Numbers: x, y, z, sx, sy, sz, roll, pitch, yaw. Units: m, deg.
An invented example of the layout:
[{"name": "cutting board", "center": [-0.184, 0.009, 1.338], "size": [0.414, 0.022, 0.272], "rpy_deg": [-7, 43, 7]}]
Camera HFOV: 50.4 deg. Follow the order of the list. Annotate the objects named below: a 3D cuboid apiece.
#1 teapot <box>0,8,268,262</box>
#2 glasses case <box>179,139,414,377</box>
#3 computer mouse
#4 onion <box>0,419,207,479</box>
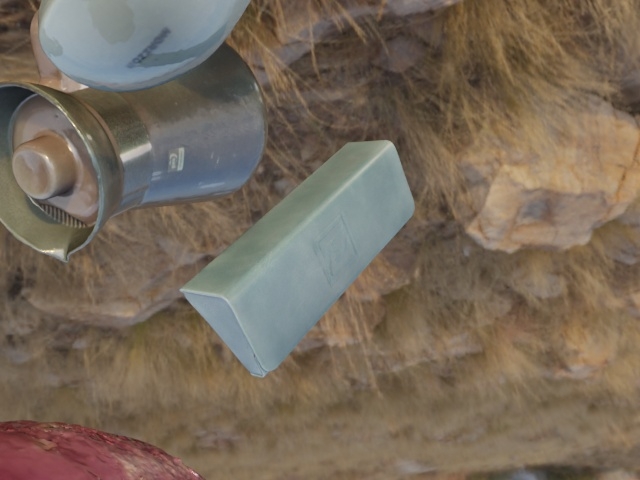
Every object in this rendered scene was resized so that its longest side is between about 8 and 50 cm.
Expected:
[{"name": "teapot", "center": [-0.241, -0.156, 0.874], "size": [0.253, 0.300, 0.344], "rpy_deg": [8, -155, 24]}, {"name": "glasses case", "center": [0.000, 0.000, 0.643], "size": [0.266, 0.105, 0.056], "rpy_deg": [-45, -171, -37]}, {"name": "computer mouse", "center": [-0.097, -0.192, 0.464], "size": [0.231, 0.079, 0.128], "rpy_deg": [-45, 150, 19]}, {"name": "onion", "center": [-0.132, 0.260, 0.295], "size": [0.344, 0.358, 0.358], "rpy_deg": [-2, 155, 7]}]
